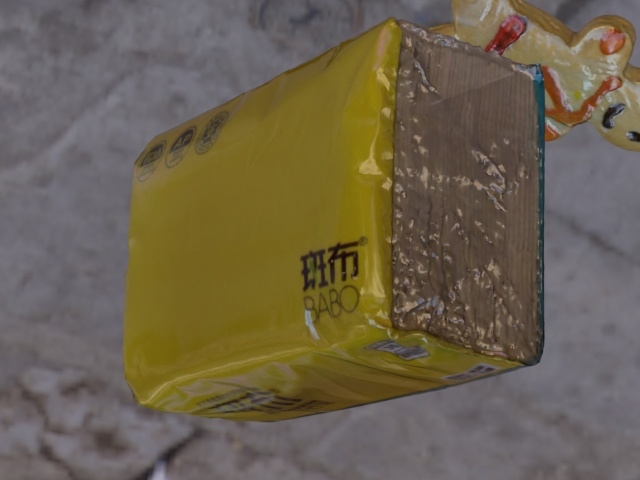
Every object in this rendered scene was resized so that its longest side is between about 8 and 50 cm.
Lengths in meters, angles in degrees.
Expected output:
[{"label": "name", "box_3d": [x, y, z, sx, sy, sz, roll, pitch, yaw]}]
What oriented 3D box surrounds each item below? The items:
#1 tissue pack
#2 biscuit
[{"label": "tissue pack", "box_3d": [0.000, 0.000, 0.669, 0.082, 0.120, 0.169, 14, 160, -34]}, {"label": "biscuit", "box_3d": [0.200, -0.138, 1.480, 0.234, 0.030, 0.153, 26, 143, -10]}]
